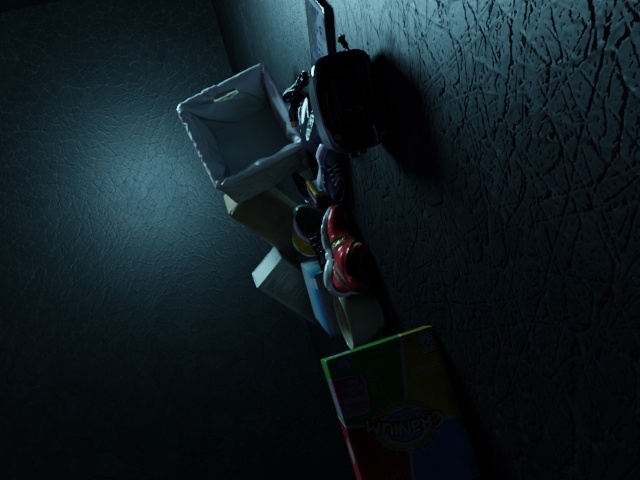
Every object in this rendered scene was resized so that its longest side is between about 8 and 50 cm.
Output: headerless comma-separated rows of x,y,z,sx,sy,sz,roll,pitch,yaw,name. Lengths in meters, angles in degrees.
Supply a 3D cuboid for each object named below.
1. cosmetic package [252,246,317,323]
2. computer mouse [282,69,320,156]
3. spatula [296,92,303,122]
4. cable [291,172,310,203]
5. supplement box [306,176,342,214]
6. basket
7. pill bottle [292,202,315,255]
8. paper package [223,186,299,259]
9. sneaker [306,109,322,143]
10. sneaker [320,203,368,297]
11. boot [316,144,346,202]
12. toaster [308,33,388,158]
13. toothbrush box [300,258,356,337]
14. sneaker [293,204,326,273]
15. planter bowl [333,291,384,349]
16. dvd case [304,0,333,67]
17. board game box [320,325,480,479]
-0.098,0.173,2.250,0.296,0.153,0.129,38,-173,-27,cosmetic package
-0.056,-0.345,1.708,0.184,0.060,0.262,-19,86,64,computer mouse
-0.071,-0.415,1.905,0.296,0.030,0.084,149,106,-81,spatula
-0.045,-0.175,2.007,0.150,0.047,0.184,54,175,19,cable
0.020,-0.089,1.765,0.104,0.081,0.188,-120,17,-55,supplement box
-0.244,-0.346,1.961,0.331,0.328,0.266,62,179,11,basket
-0.028,-0.025,1.982,0.245,0.136,0.136,104,148,-72,pill bottle
-0.198,-0.113,2.275,0.325,0.168,0.309,35,-173,-21,paper package
0.026,-0.324,1.426,0.209,0.082,0.069,111,161,-45,sneaker
0.078,0.020,1.611,0.118,0.107,0.279,-26,58,38,sneaker
0.038,-0.189,1.591,0.086,0.069,0.190,48,159,27,boot
0.046,-0.276,1.156,0.146,0.129,0.226,-159,52,-81,toaster
0.035,0.180,1.996,0.295,0.126,0.216,-159,53,-78,toothbrush box
0.000,0.000,1.679,0.222,0.083,0.118,46,-147,-18,sneaker
0.114,0.213,1.637,0.162,0.109,0.162,164,90,-81,planter bowl
-0.002,-0.485,1.417,0.221,0.018,0.164,83,167,-44,dvd case
0.163,0.362,1.201,0.064,0.242,0.316,133,120,-77,board game box
